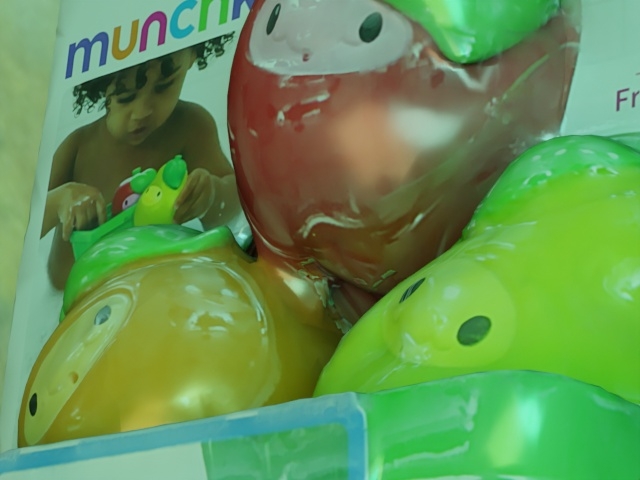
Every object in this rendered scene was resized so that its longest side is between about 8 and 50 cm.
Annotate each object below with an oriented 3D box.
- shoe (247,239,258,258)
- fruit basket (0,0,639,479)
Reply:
[{"bbox_3d":[0.000,0.000,0.668,0.178,0.063,0.081,38,107,19],"label":"shoe"},{"bbox_3d":[0.005,0.009,0.523,0.327,0.165,0.353,-12,68,39],"label":"fruit basket"}]
